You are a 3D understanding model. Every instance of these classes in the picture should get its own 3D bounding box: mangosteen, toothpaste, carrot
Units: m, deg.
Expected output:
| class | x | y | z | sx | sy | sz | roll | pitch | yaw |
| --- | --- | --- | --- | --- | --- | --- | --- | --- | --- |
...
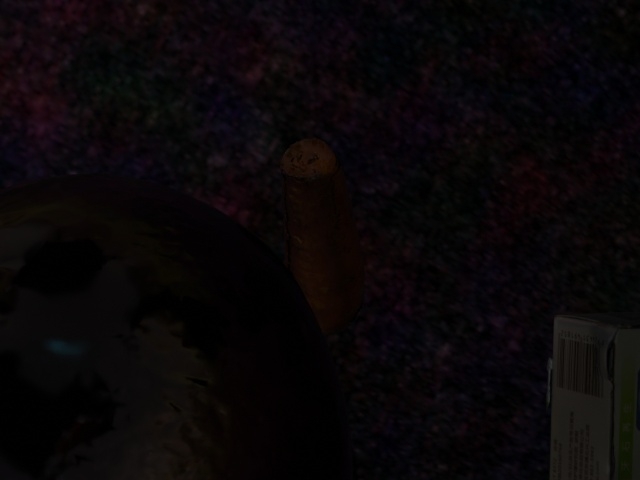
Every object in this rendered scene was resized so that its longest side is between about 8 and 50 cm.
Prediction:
| class | x | y | z | sx | sy | sz | roll | pitch | yaw |
| --- | --- | --- | --- | --- | --- | --- | --- | --- | --- |
| mangosteen | -0.130 | 0.095 | 0.670 | 0.297 | 0.313 | 0.297 | -8 | 52 | 10 |
| toothpaste | 0.177 | 0.211 | 0.821 | 0.067 | 0.081 | 0.337 | 8 | 97 | 64 |
| carrot | 0.000 | 0.000 | 0.877 | 0.055 | 0.161 | 0.055 | -1 | 52 | 1 |
